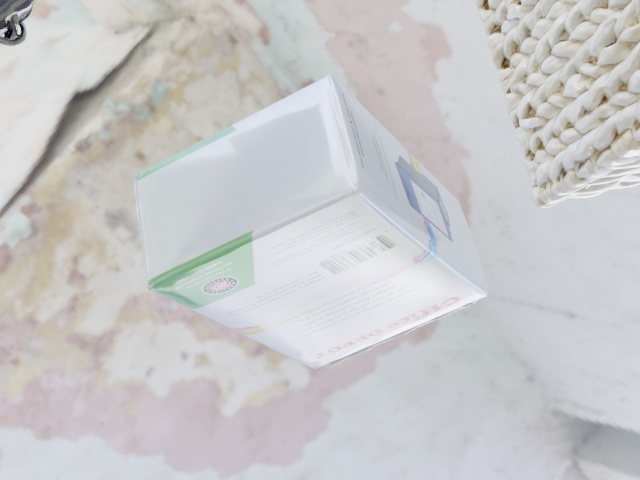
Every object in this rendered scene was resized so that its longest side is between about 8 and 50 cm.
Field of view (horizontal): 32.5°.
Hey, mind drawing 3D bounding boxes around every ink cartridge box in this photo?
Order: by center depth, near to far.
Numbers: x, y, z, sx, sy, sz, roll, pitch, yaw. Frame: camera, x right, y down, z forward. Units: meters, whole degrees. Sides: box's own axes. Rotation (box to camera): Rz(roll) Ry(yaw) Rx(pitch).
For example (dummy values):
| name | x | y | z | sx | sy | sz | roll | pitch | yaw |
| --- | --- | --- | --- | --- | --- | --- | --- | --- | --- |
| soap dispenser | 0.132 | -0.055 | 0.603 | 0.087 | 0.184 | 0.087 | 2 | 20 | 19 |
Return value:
| name | x | y | z | sx | sy | sz | roll | pitch | yaw |
| --- | --- | --- | --- | --- | --- | --- | --- | --- | --- |
| ink cartridge box | 0.000 | 0.000 | 0.748 | 0.154 | 0.093 | 0.212 | -25 | -32 | 20 |

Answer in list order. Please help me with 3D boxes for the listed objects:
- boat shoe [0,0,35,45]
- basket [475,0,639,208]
| name | x | y | z | sx | sy | sz | roll | pitch | yaw |
| --- | --- | --- | --- | --- | --- | --- | --- | --- | --- |
| boat shoe | -0.198 | -0.135 | 0.602 | 0.080 | 0.229 | 0.076 | 178 | -99 | -76 |
| basket | 0.299 | -0.204 | 0.745 | 0.328 | 0.331 | 0.266 | 127 | -50 | -78 |
